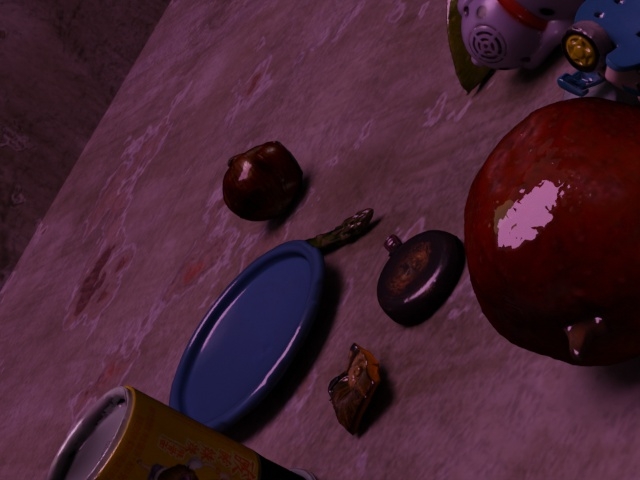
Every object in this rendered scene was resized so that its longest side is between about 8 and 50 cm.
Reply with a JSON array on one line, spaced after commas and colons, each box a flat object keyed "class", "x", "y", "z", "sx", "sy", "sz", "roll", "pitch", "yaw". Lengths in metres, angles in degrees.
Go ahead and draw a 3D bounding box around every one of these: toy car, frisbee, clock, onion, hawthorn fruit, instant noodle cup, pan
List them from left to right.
[{"class": "instant noodle cup", "x": -0.149, "y": 0.270, "z": 1.557, "sx": 0.215, "sy": 0.236, "sz": 0.215, "roll": -44, "pitch": 21, "yaw": 22}, {"class": "frisbee", "x": -0.083, "y": 0.130, "z": 1.891, "sx": 0.289, "sy": 0.049, "sz": 0.289, "roll": -41, "pitch": 26, "yaw": 26}, {"class": "onion", "x": -0.090, "y": -0.081, "z": 2.150, "sx": 0.117, "sy": 0.119, "sz": 0.118, "roll": 114, "pitch": 173, "yaw": -45}, {"class": "pan", "x": 0.097, "y": 0.021, "z": 1.683, "sx": 0.115, "sy": 0.040, "sz": 0.212, "roll": -47, "pitch": 21, "yaw": 5}, {"class": "clock", "x": 0.248, "y": -0.290, "z": 1.696, "sx": 0.254, "sy": 0.189, "sz": 0.189, "roll": -56, "pitch": 14, "yaw": 46}, {"class": "hawthorn fruit", "x": 0.217, "y": 0.007, "z": 1.230, "sx": 0.215, "sy": 0.215, "sz": 0.249, "roll": -38, "pitch": 33, "yaw": 38}, {"class": "toy car", "x": 0.310, "y": -0.164, "z": 1.408, "sx": 0.126, "sy": 0.161, "sz": 0.098, "roll": -37, "pitch": -29, "yaw": -28}]

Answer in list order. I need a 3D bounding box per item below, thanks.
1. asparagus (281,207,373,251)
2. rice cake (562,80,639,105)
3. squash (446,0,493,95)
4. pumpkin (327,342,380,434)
[{"class": "asparagus", "x": 0.001, "y": 0.000, "z": 1.945, "sx": 0.236, "sy": 0.027, "sz": 0.034, "roll": -23, "pitch": 48, "yaw": 56}, {"class": "rice cake", "x": 0.262, "y": -0.087, "z": 1.444, "sx": 0.069, "sy": 0.063, "sz": 0.206, "roll": -15, "pitch": 38, "yaw": 33}, {"class": "squash", "x": 0.196, "y": -0.324, "z": 1.875, "sx": 0.252, "sy": 0.093, "sz": 0.169, "roll": -53, "pitch": 37, "yaw": 3}, {"class": "pumpkin", "x": 0.041, "y": 0.159, "z": 1.602, "sx": 0.073, "sy": 0.035, "sz": 0.101, "roll": -60, "pitch": 21, "yaw": 19}]
